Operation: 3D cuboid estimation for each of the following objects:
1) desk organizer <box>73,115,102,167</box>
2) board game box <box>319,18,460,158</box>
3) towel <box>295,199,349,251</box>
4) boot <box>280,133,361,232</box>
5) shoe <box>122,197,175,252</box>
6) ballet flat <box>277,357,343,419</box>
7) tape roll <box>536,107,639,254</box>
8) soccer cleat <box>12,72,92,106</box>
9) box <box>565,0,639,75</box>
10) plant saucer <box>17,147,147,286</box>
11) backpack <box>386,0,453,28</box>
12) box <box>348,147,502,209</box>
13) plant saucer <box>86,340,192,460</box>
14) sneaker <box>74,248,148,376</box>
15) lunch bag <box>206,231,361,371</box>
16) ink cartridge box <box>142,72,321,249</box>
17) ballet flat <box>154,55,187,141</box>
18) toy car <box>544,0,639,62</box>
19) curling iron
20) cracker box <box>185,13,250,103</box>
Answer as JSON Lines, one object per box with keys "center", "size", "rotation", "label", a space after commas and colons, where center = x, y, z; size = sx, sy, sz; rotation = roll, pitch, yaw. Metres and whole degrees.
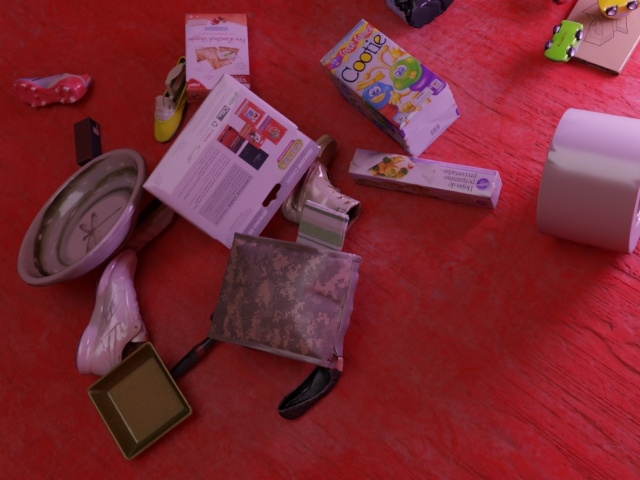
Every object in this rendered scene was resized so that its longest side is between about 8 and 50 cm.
{"center": [-0.607, -0.253, 2.119], "size": [0.050, 0.047, 0.130], "rotation": [-21, 63, 16], "label": "desk organizer"}
{"center": [0.151, -0.336, 1.795], "size": [0.144, 0.142, 0.275], "rotation": [-45, 60, 0], "label": "board game box"}
{"center": [0.000, 0.000, 1.749], "size": [0.113, 0.023, 0.152], "rotation": [23, 112, 29], "label": "towel"}
{"center": [0.024, -0.116, 1.793], "size": [0.165, 0.077, 0.213], "rotation": [25, 87, 29], "label": "boot"}
{"center": [-0.398, -0.050, 1.953], "size": [0.219, 0.058, 0.076], "rotation": [-43, 29, -4], "label": "shoe"}
{"center": [-0.017, 0.299, 1.655], "size": [0.173, 0.049, 0.057], "rotation": [-47, 61, -2], "label": "ballet flat"}
{"center": [0.516, -0.110, 1.499], "size": [0.169, 0.246, 0.246], "rotation": [14, 75, 26], "label": "tape roll"}
{"center": [-0.739, -0.421, 2.233], "size": [0.248, 0.083, 0.095], "rotation": [5, 42, 29], "label": "soccer cleat"}
{"center": [0.609, -0.461, 1.734], "size": [0.164, 0.021, 0.201], "rotation": [29, 82, 29], "label": "box"}
{"center": [-0.543, -0.039, 1.933], "size": [0.400, 0.100, 0.401], "rotation": [-25, 41, 24], "label": "plant saucer"}
{"center": [0.209, -0.582, 1.890], "size": [0.152, 0.115, 0.182], "rotation": [-35, 59, -8], "label": "backpack"}
{"center": [0.219, -0.134, 1.730], "size": [0.323, 0.067, 0.063], "rotation": [13, 75, 25], "label": "box"}
{"center": [-0.386, 0.348, 1.764], "size": [0.188, 0.045, 0.188], "rotation": [-38, 74, 8], "label": "plant saucer"}
{"center": [-0.452, 0.172, 1.867], "size": [0.152, 0.114, 0.305], "rotation": [10, 71, 4], "label": "sneaker"}
{"center": [-0.055, 0.124, 1.662], "size": [0.287, 0.169, 0.235], "rotation": [11, 83, 31], "label": "lunch bag"}
{"center": [-0.188, -0.162, 1.812], "size": [0.271, 0.130, 0.309], "rotation": [37, 93, 1], "label": "ink cartridge box"}
{"center": [-0.376, -0.364, 2.054], "size": [0.077, 0.077, 0.231], "rotation": [17, 76, 27], "label": "ballet flat"}
{"center": [0.541, -0.463, 1.719], "size": [0.239, 0.053, 0.225], "rotation": [24, 79, 31], "label": "toy car"}
{"center": [-0.273, 0.239, 1.794], "size": [0.274, 0.035, 0.068], "rotation": [-49, 39, 3], "label": "curling iron"}
{"center": [-0.257, -0.454, 2.018], "size": [0.155, 0.067, 0.232], "rotation": [-2, 67, -7], "label": "cracker box"}
